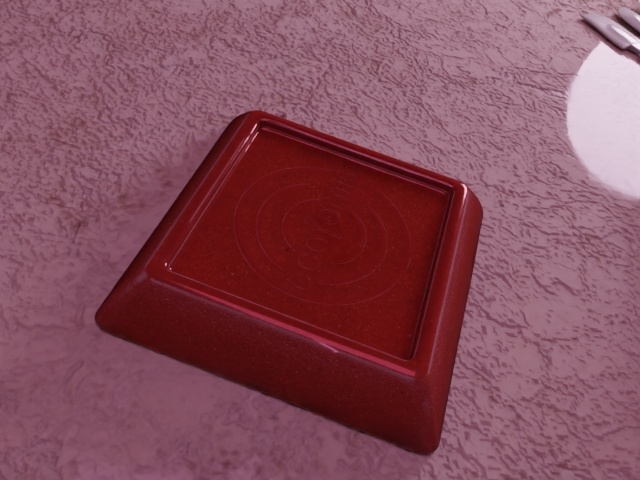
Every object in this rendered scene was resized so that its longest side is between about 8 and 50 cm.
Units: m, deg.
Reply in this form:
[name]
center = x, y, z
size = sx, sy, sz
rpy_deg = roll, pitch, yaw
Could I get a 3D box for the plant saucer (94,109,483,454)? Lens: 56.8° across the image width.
[plant saucer]
center = 0.000, 0.000, 0.473
size = 0.259, 0.048, 0.258
rpy_deg = 20, 50, 5

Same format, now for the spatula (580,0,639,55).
[spatula]
center = 0.502, -0.263, 0.822
size = 0.168, 0.019, 0.242
rpy_deg = -19, 58, -27
